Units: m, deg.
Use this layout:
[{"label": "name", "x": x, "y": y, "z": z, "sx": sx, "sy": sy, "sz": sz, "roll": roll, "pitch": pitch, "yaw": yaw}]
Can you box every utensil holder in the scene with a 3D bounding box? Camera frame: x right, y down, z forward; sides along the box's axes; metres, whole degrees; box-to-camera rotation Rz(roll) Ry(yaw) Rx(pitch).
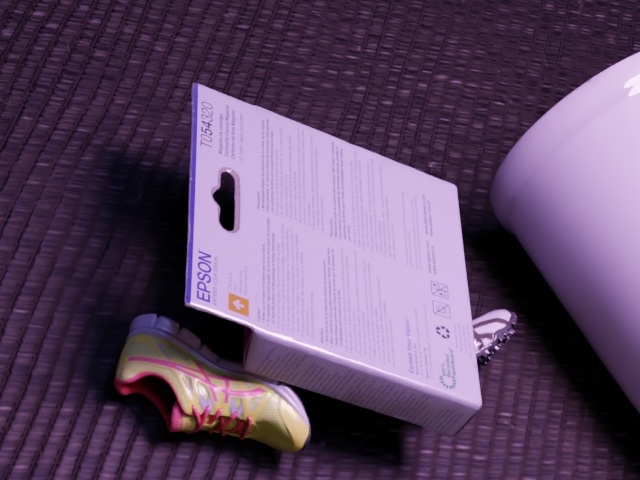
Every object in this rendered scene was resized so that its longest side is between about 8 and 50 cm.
[{"label": "utensil holder", "x": 0.426, "y": 0.020, "z": 2.099, "sx": 0.328, "sy": 0.327, "sz": 0.385, "roll": -14, "pitch": 61, "yaw": -39}]

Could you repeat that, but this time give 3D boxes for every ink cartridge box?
[{"label": "ink cartridge box", "x": 0.000, "y": 0.017, "z": 1.923, "sx": 0.330, "sy": 0.071, "sz": 0.324, "roll": 20, "pitch": 41, "yaw": -20}]

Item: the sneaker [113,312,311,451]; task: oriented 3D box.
[{"label": "sneaker", "x": -0.110, "y": 0.160, "z": 1.830, "sx": 0.208, "sy": 0.081, "sz": 0.094, "roll": 28, "pitch": 50, "yaw": 2}]

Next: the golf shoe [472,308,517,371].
[{"label": "golf shoe", "x": 0.138, "y": 0.110, "z": 2.020, "sx": 0.094, "sy": 0.077, "sz": 0.198, "roll": 42, "pitch": 41, "yaw": 10}]
